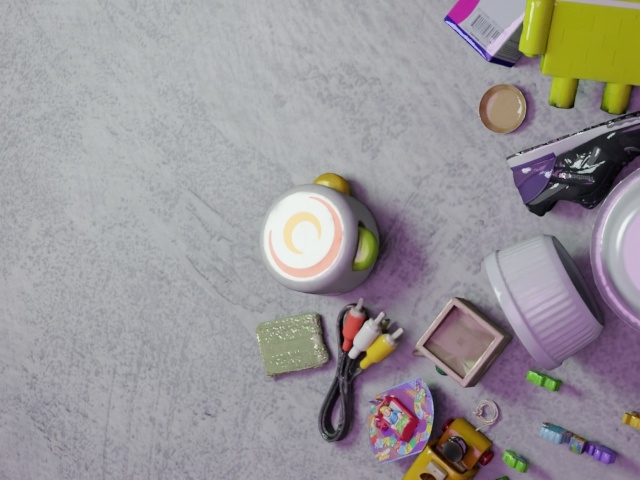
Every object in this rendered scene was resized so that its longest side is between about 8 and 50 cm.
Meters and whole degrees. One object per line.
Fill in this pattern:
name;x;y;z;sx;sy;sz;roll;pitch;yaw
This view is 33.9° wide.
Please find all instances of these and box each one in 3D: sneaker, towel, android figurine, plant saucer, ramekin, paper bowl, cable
sneaker;0.441;-0.119;1.647;0.283;0.107;0.124;-19;90;37
towel;-0.055;0.196;1.975;0.148;0.027;0.110;-17;83;30
android figurine;0.433;-0.329;1.595;0.248;0.056;0.272;8;116;1
plant saucer;0.306;-0.220;1.756;0.083;0.015;0.083;2;94;29
ramekin;0.357;0.089;1.642;0.109;0.207;0.207;-30;78;18
paper bowl;0.544;0.014;1.561;0.284;0.148;0.284;2;93;31
cable;0.042;0.230;1.897;0.139;0.072;0.287;39;111;28

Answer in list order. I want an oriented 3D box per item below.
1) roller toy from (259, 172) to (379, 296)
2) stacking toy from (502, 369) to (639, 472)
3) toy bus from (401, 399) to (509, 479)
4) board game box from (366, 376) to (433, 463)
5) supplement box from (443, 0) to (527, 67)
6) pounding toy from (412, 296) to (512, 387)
roller toy;0.000;0.000;1.866;0.191;0.146;0.209;-39;68;16
stacking toy;0.417;0.327;1.706;0.221;0.052;0.166;22;101;29
toy bus;0.213;0.387;1.790;0.191;0.104;0.202;-11;87;29
board game box;0.127;0.312;1.828;0.169;0.033;0.133;-30;51;44
supplement box;0.322;-0.400;1.682;0.111;0.114;0.220;48;115;19
pounding toy;0.231;0.179;1.785;0.130;0.100;0.141;40;100;21
